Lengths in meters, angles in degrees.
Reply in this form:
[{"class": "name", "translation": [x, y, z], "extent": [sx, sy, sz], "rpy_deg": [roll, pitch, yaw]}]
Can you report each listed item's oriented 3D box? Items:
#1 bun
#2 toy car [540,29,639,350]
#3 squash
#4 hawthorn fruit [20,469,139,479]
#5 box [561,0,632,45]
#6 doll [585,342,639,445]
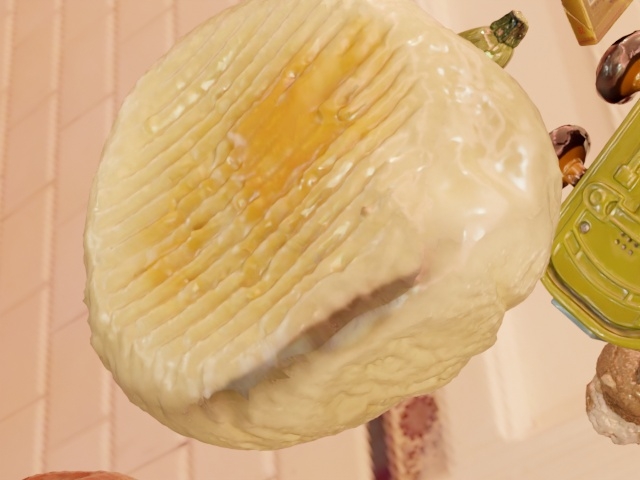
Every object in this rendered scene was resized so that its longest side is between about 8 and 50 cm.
[{"class": "bun", "translation": [0.000, 0.000, 0.703], "extent": [0.153, 0.244, 0.244], "rpy_deg": [31, 38, -46]}, {"class": "toy car", "translation": [0.270, -0.035, 1.015], "extent": [0.142, 0.248, 0.200], "rpy_deg": [14, 29, -52]}, {"class": "squash", "translation": [0.107, -0.162, 1.471], "extent": [0.066, 0.252, 0.066], "rpy_deg": [44, 33, -40]}, {"class": "hawthorn fruit", "translation": [-0.271, 0.389, 1.635], "extent": [0.275, 0.299, 0.275], "rpy_deg": [41, 35, -36]}, {"class": "box", "translation": [0.209, -0.245, 1.158], "extent": [0.089, 0.022, 0.156], "rpy_deg": [-49, 125, -32]}, {"class": "doll", "translation": [0.369, 0.162, 1.674], "extent": [0.105, 0.115, 0.221], "rpy_deg": [36, -19, 21]}]
